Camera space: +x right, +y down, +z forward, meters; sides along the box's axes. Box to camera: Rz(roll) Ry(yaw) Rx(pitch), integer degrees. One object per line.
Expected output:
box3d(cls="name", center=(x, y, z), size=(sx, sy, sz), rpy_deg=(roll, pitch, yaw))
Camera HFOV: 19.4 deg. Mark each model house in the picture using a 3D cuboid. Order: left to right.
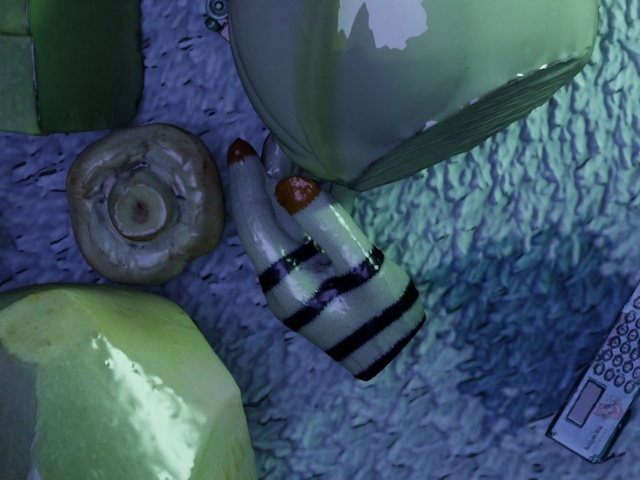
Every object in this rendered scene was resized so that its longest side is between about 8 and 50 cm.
box3d(cls="model house", center=(-0.277, -0.196, 1.605), size=(0.189, 0.195, 0.214), rpy_deg=(0, 99, 21))

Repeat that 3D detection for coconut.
box3d(cls="coconut", center=(-0.215, 0.190, 1.543), size=(0.353, 0.352, 0.352), rpy_deg=(1, 93, 11))

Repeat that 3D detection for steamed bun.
box3d(cls="steamed bun", center=(0.055, -0.211, 1.479), size=(0.309, 0.309, 0.309), rpy_deg=(1, 93, 11))

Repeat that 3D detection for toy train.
box3d(cls="toy train", center=(-0.053, -0.213, 1.620), size=(0.064, 0.044, 0.103), rpy_deg=(41, 102, 4))

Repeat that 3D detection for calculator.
box3d(cls="calculator", center=(0.257, 0.109, 1.588), size=(0.057, 0.018, 0.172), rpy_deg=(32, 100, 10))

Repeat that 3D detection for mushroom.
box3d(cls="mushroom", center=(-0.151, -0.032, 1.611), size=(0.148, 0.112, 0.148), rpy_deg=(0, 94, -4))

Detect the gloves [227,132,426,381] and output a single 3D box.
box3d(cls="gloves", center=(-0.009, 0.010, 1.575), size=(0.219, 0.140, 0.131), rpy_deg=(42, 105, -2))
